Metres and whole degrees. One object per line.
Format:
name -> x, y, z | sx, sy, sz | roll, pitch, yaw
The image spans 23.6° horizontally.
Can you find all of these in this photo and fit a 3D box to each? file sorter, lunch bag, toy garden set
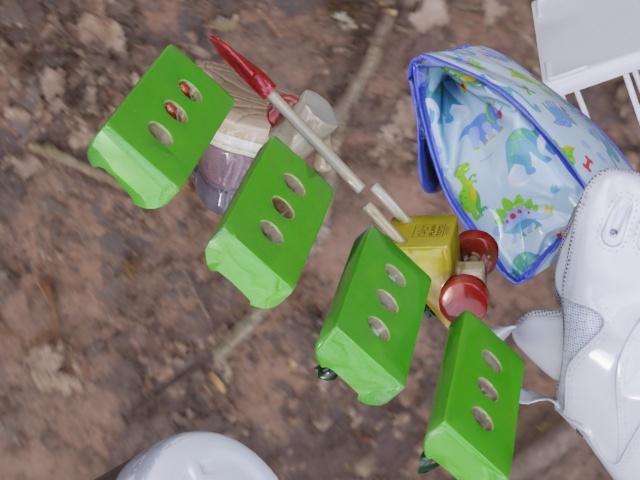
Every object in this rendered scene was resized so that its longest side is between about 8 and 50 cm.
file sorter -> 0.374, -0.175, 1.530 | 0.277, 0.193, 0.173 | -18, 119, 15
lunch bag -> 0.120, -0.058, 0.968 | 0.096, 0.129, 0.151 | -36, 85, 22
toy garden set -> 0.000, 0.000, 0.777 | 0.244, 0.204, 0.049 | 42, 117, -10

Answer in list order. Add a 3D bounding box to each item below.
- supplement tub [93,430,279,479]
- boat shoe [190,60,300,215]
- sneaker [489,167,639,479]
supplement tub -> -0.109, 0.191, 0.860 | 0.117, 0.117, 0.190 | 35, 134, -25
boat shoe -> -0.072, -0.087, 1.294 | 0.102, 0.285, 0.092 | 19, 102, -7
sneaker -> 0.255, -0.004, 0.798 | 0.210, 0.137, 0.366 | 39, 96, 8
